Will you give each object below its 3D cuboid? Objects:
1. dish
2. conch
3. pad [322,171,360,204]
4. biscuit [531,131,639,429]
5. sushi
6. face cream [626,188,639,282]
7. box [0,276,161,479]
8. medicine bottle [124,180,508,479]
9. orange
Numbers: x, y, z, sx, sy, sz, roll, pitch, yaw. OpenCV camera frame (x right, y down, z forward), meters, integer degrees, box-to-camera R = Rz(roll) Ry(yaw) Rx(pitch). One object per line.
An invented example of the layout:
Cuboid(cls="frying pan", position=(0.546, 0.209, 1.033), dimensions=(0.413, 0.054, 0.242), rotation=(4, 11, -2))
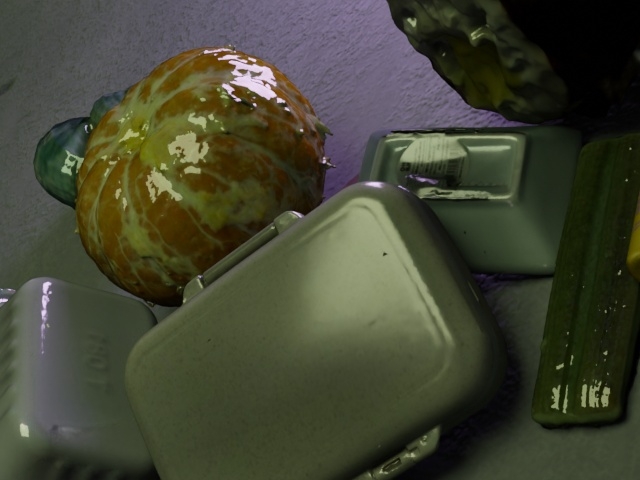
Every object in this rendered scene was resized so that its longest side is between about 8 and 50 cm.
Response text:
Cuboid(cls="dish", position=(0.138, -0.061, 1.309), dimensions=(0.243, 0.080, 0.182), rotation=(0, 60, 24))
Cuboid(cls="conch", position=(-0.295, -0.122, 1.789), dimensions=(0.277, 0.195, 0.220), rotation=(-54, -1, 35))
Cuboid(cls="pad", position=(0.000, 0.000, 1.510), dimensions=(0.188, 0.006, 0.113), rotation=(-40, 37, 10))
Cuboid(cls="biscuit", position=(0.266, 0.026, 1.198), dimensions=(0.099, 0.038, 0.322), rotation=(-7, 55, 38))
Cuboid(cls="sushi", position=(0.247, -0.291, 1.303), dimensions=(0.294, 0.281, 0.299), rotation=(-46, 30, -8))
Cuboid(cls="face cream", position=(0.347, -0.084, 1.185), dimensions=(0.078, 0.078, 0.273), rotation=(-9, 52, 40))
Cuboid(cls="box", position=(-0.260, 0.168, 1.375), dimensions=(0.106, 0.264, 0.336), rotation=(-52, 34, 36))
Cuboid(cls="medicine bottle", position=(-0.012, 0.126, 1.251), dimensions=(0.375, 0.123, 0.282), rotation=(-36, 69, 21))
Cuboid(cls="orange", position=(-0.141, -0.070, 1.511), dimensions=(0.329, 0.249, 0.329), rotation=(-36, 34, 29))
